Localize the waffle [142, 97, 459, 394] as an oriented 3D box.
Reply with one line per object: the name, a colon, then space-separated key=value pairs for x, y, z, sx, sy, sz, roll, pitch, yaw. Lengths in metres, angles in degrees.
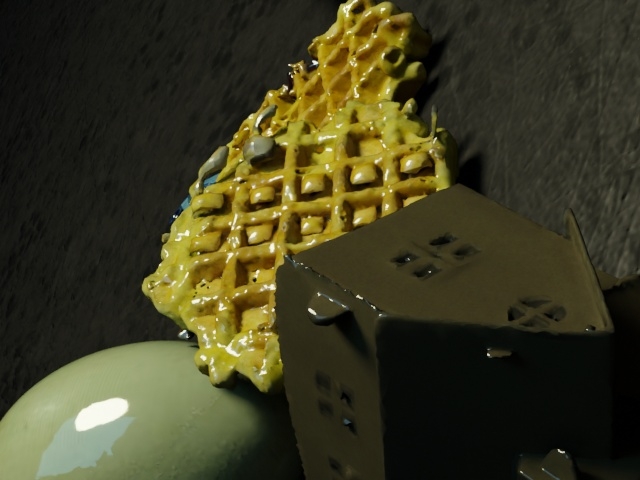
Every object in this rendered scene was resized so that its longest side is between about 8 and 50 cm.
waffle: x=0.001 y=0.002 z=1.107 sx=0.280 sy=0.060 sz=0.262 roll=-40 pitch=49 yaw=-19

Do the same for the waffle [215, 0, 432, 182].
waffle: x=-0.003 y=-0.092 z=1.344 sx=0.309 sy=0.065 sz=0.283 roll=11 pitch=77 yaw=60

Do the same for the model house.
model house: x=0.131 y=0.100 z=0.765 sx=0.243 sy=0.204 sz=0.211 roll=31 pitch=138 yaw=44

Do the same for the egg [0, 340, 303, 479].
egg: x=-0.135 y=0.185 z=1.149 sx=0.295 sy=0.218 sz=0.218 roll=-32 pitch=37 yaw=26

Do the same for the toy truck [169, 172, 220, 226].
toy truck: x=-0.115 y=-0.036 z=1.528 sx=0.073 sy=0.056 sz=0.090 roll=-46 pitch=16 yaw=25
